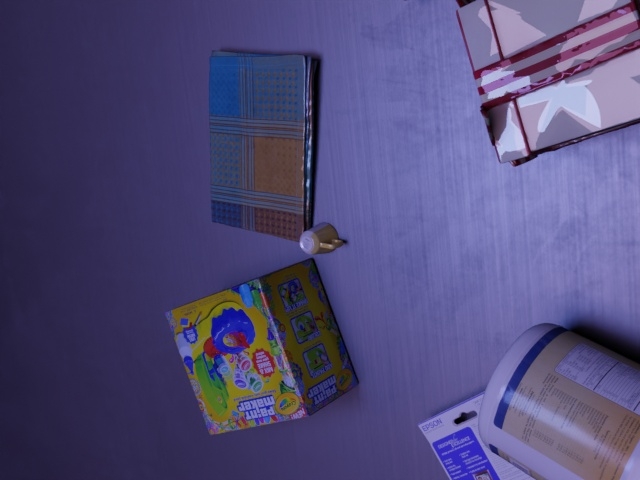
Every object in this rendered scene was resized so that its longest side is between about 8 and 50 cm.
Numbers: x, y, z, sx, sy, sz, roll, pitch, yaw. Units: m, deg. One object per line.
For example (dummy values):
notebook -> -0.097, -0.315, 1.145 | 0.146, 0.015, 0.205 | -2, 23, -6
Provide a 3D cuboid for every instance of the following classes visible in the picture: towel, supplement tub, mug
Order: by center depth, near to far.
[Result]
supplement tub -> 0.420, 0.284, 1.123 | 0.316, 0.228, 0.228 | 28, 117, 36
mug -> -0.003, -0.002, 1.491 | 0.078, 0.064, 0.062 | -26, 84, 38
towel -> -0.124, -0.195, 1.553 | 0.272, 0.040, 0.370 | 13, 111, 35

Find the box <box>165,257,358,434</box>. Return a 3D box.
box -> -0.123, 0.221, 1.566 | 0.290, 0.177, 0.279 | -22, 89, 38

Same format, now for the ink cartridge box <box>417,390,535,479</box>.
ink cartridge box -> 0.307, 0.378, 1.364 | 0.206, 0.045, 0.208 | -37, 80, 37

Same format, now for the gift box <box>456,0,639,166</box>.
gift box -> 0.334, -0.256, 1.053 | 0.258, 0.276, 0.255 | -16, 86, 40
